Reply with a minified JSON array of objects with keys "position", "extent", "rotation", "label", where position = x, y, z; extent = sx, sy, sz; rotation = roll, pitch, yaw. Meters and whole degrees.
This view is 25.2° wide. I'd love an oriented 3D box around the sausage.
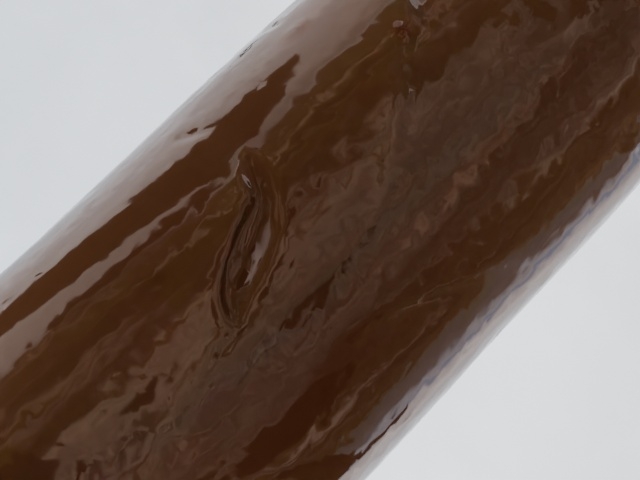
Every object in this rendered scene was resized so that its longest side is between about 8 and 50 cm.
[{"position":[0.001,-0.001,0.439],"extent":[0.304,0.121,0.121],"rotation":[-45,-66,-17],"label":"sausage"}]
